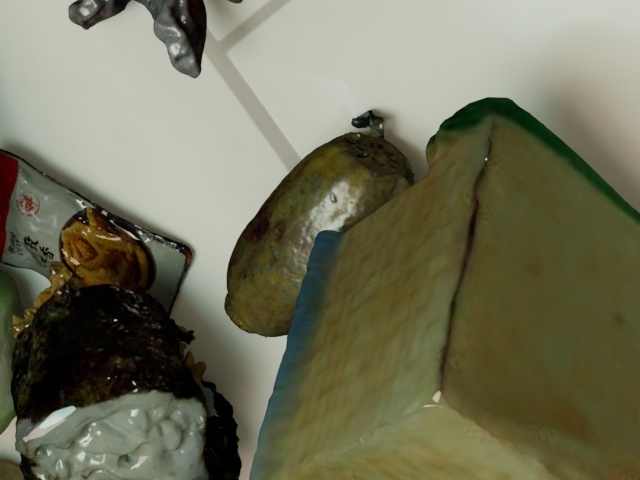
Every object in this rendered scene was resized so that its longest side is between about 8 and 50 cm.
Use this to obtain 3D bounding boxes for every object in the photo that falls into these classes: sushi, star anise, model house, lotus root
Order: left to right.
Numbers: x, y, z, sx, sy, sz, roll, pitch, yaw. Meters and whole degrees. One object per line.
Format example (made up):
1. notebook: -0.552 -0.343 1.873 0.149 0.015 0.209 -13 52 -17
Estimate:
1. sushi: -0.200 0.200 1.509 0.234 0.207 0.348 -6 134 -15
2. star anise: -0.159 -0.274 1.332 0.283 0.129 0.212 19 132 31
3. lotus root: 0.000 0.000 1.359 0.123 0.124 0.241 46 125 16
4. model house: 0.137 0.160 1.213 0.382 0.334 0.342 35 133 -20

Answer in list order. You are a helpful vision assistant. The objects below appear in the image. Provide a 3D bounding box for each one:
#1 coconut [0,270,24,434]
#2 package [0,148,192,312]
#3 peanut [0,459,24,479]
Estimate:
1. coconut: -0.415 0.113 1.580 0.204 0.236 0.236 -4 110 14
2. package: -0.256 0.011 1.554 0.239 0.030 0.154 31 126 10
3. peanut: -0.469 0.297 1.737 0.313 0.149 0.149 18 119 18
